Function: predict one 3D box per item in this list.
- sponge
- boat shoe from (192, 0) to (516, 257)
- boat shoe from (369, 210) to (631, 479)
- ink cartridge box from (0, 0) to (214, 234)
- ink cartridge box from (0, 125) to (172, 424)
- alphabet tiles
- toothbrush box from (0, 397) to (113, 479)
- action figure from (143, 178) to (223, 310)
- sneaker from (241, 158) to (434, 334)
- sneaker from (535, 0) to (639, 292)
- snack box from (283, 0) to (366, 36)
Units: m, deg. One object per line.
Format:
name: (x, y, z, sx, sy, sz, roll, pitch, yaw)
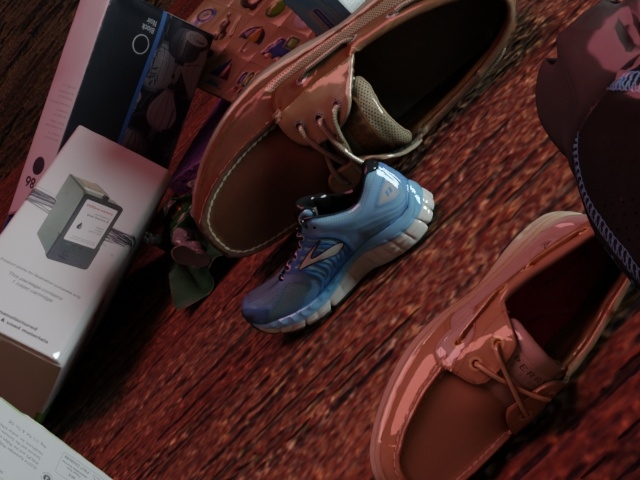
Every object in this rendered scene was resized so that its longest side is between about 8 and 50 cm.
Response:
sponge: (-0.110, -0.146, 1.336, 0.117, 0.031, 0.210, -31, 26, 38)
boat shoe: (0.022, -0.105, 0.857, 0.324, 0.123, 0.116, -45, 22, 10)
boat shoe: (0.087, 0.051, 0.501, 0.170, 0.063, 0.059, -52, 14, -15)
ink cartridge box: (-0.251, -0.119, 1.282, 0.065, 0.165, 0.333, 22, 94, 41)
ink cartridge box: (-0.271, 0.049, 1.092, 0.198, 0.115, 0.273, -56, 8, 45)
alphabet tiles: (-0.028, -0.310, 1.340, 0.342, 0.011, 0.285, -51, 44, -9)
toothbrush box: (-0.253, 0.223, 0.664, 0.283, 0.206, 0.122, -34, 24, 32)
action figure: (-0.130, -0.015, 1.091, 0.137, 0.063, 0.232, -52, 16, -3)
sneaker: (0.000, 0.000, 0.763, 0.162, 0.073, 0.063, -40, 21, 18)
sneaker: (0.251, -0.084, 0.395, 0.341, 0.125, 0.140, -34, 50, 27)
snack box: (0.086, -0.299, 0.990, 0.060, 0.187, 0.322, -18, 34, 54)
